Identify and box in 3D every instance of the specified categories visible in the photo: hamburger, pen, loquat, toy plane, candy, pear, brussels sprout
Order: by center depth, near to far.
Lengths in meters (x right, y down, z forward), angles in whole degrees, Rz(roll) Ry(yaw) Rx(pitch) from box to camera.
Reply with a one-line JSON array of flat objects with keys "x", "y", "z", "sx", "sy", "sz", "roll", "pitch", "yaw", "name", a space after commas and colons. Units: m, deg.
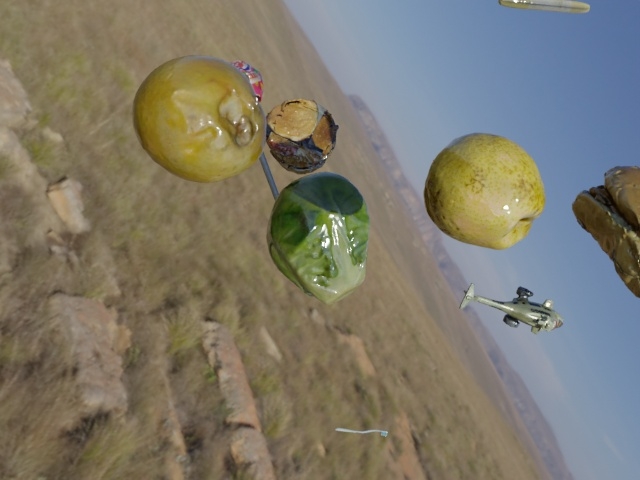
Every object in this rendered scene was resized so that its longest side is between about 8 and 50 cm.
[{"x": 0.243, "y": -0.069, "z": 1.013, "sx": 0.178, "sy": 0.178, "sz": 0.178, "roll": 59, "pitch": 7, "yaw": -13, "name": "pear"}, {"x": 0.514, "y": 0.015, "z": 1.014, "sx": 0.259, "sy": 0.144, "sz": 0.283, "roll": 28, "pitch": 32, "yaw": -38, "name": "hamburger"}, {"x": -0.217, "y": -0.212, "z": 1.220, "sx": 0.244, "sy": 0.244, "sz": 0.244, "roll": 59, "pitch": 7, "yaw": -13, "name": "loquat"}, {"x": 0.000, "y": 0.000, "z": 1.445, "sx": 0.210, "sy": 0.219, "sz": 0.271, "roll": 154, "pitch": -85, "yaw": -79, "name": "brussels sprout"}, {"x": 0.425, "y": 0.152, "z": 1.516, "sx": 0.286, "sy": 0.092, "sz": 0.108, "roll": 19, "pitch": 14, "yaw": -19, "name": "toy plane"}, {"x": -0.153, "y": -0.244, "z": 1.619, "sx": 0.124, "sy": 0.124, "sz": 0.365, "roll": -107, "pitch": 177, "yaw": -59, "name": "candy"}, {"x": 0.534, "y": -0.568, "z": 1.640, "sx": 0.032, "sy": 0.233, "sz": 0.040, "roll": -154, "pitch": -115, "yaw": -77, "name": "pen"}, {"x": -0.060, "y": -0.311, "z": 2.023, "sx": 0.231, "sy": 0.231, "sz": 0.107, "roll": 62, "pitch": -15, "yaw": 13, "name": "hamburger"}]

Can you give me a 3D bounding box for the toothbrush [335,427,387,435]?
[{"x": 0.102, "y": 0.476, "z": 1.716, "sx": 0.011, "sy": 0.131, "sz": 0.013, "roll": 68, "pitch": 26, "yaw": -65, "name": "toothbrush"}]
